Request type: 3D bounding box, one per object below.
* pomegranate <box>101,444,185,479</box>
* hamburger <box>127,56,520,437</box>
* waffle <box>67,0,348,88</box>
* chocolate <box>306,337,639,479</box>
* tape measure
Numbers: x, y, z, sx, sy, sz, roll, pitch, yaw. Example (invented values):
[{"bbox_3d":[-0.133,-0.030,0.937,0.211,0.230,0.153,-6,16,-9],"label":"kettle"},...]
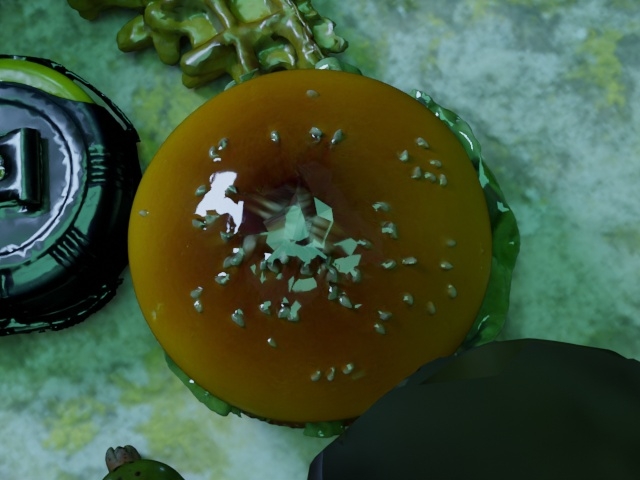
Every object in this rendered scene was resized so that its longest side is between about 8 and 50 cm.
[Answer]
[{"bbox_3d":[-0.117,0.166,0.748,0.073,0.073,0.084,-29,77,-2],"label":"pomegranate"},{"bbox_3d":[-0.002,0.000,0.726,0.246,0.170,0.246,-1,79,7],"label":"hamburger"},{"bbox_3d":[-0.054,-0.252,0.839,0.260,0.069,0.293,24,79,9],"label":"waffle"},{"bbox_3d":[0.110,0.256,0.591,0.314,0.297,0.326,6,44,-16],"label":"chocolate"},{"bbox_3d":[-0.211,-0.037,0.784,0.186,0.112,0.199,-9,78,1],"label":"tape measure"}]
